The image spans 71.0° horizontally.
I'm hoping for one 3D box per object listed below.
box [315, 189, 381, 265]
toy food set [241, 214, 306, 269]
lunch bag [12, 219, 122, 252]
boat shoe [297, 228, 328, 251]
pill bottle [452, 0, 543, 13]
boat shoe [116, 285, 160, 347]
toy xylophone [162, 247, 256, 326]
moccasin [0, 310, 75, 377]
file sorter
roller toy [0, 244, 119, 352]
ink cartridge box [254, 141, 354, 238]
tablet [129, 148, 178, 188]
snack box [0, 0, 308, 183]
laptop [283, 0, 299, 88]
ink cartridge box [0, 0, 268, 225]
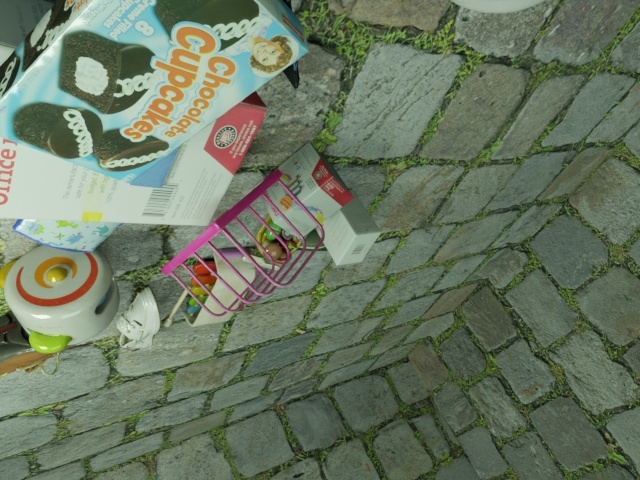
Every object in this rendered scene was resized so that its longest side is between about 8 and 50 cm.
[{"bbox_3d":[0.068,-0.039,1.250,0.091,0.170,0.130,-6,143,-33],"label":"box"},{"bbox_3d":[-0.101,0.005,1.203,0.128,0.071,0.218,27,107,-30],"label":"toy food set"},{"bbox_3d":[-0.463,-0.049,0.835,0.129,0.096,0.151,-39,163,14],"label":"lunch bag"},{"bbox_3d":[0.000,0.000,1.338,0.228,0.081,0.068,-7,150,-27],"label":"boat shoe"},{"bbox_3d":[0.264,-0.545,0.592,0.229,0.229,0.407,-30,151,0],"label":"pill bottle"},{"bbox_3d":[-0.502,0.226,1.222,0.096,0.098,0.277,-9,146,-34],"label":"boat shoe"},{"bbox_3d":[-0.316,0.149,1.286,0.236,0.081,0.322,5,135,-46],"label":"toy xylophone"},{"bbox_3d":[-0.689,0.246,1.045,0.380,0.139,0.147,-25,151,-9],"label":"moccasin"},{"bbox_3d":[-0.163,0.025,0.964,0.291,0.182,0.202,-30,-165,47],"label":"file sorter"},{"bbox_3d":[-0.525,0.101,0.920,0.191,0.209,0.146,-29,153,-30],"label":"roller toy"},{"bbox_3d":[-0.040,-0.115,1.080,0.176,0.128,0.127,-38,150,12],"label":"ink cartridge box"},{"bbox_3d":[-0.256,-0.113,0.687,0.054,0.006,0.083,2,136,-43],"label":"tablet"},{"bbox_3d":[-0.196,-0.186,0.494,0.322,0.060,0.187,-27,153,26],"label":"snack box"},{"bbox_3d":[-0.140,-0.339,0.544,0.136,0.234,0.264,-23,150,-11],"label":"laptop"},{"bbox_3d":[-0.324,-0.175,0.703,0.385,0.160,0.279,1,138,-43],"label":"ink cartridge box"}]
